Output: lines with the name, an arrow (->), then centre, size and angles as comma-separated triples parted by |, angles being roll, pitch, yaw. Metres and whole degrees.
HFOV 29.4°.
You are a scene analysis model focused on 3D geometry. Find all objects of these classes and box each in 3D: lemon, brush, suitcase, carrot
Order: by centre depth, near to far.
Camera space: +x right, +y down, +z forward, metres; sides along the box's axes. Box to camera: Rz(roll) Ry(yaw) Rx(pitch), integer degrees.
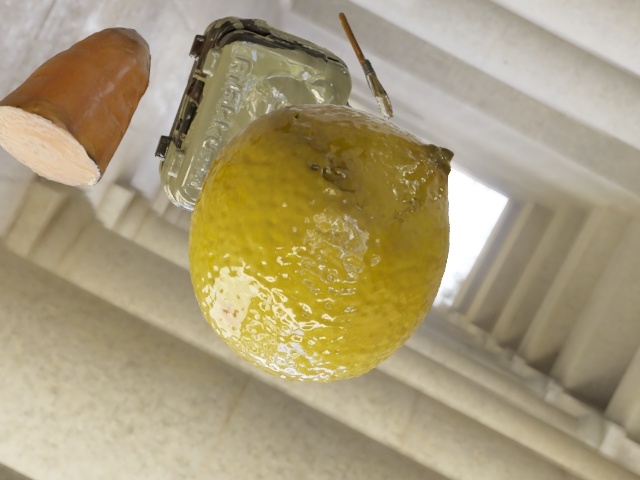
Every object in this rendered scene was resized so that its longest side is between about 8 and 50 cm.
lemon -> -0.003, 0.008, 1.066 | 0.228, 0.228, 0.253 | -73, -176, -79
brush -> 0.048, -0.204, 1.380 | 0.043, 0.014, 0.170 | 67, 2, -51
carrot -> -0.295, -0.192, 1.562 | 0.225, 0.159, 0.159 | -58, 180, -27
suitcase -> -0.085, -0.191, 2.139 | 0.351, 0.339, 0.194 | -69, -154, 11
